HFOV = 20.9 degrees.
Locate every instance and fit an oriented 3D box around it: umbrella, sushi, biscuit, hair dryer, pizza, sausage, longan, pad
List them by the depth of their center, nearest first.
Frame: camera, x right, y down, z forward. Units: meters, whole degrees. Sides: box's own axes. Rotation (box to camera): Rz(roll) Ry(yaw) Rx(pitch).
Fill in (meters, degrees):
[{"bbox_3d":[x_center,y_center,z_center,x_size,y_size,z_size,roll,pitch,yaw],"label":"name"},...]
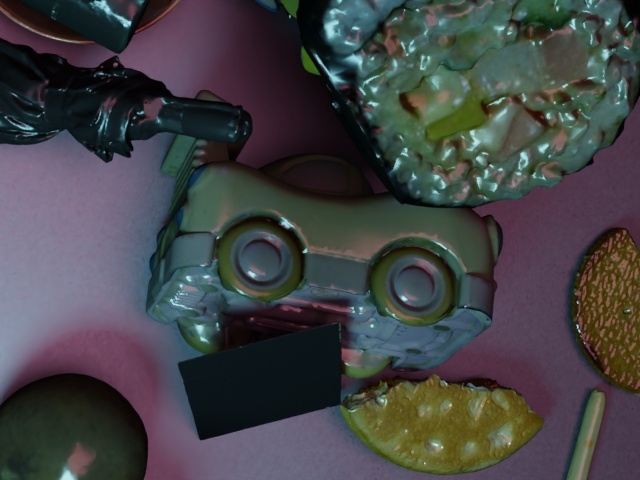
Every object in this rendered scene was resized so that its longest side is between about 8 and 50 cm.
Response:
[{"bbox_3d":[-0.270,-0.272,1.592,0.244,0.302,0.116,26,96,-8],"label":"hair dryer"},{"bbox_3d":[0.131,-0.228,1.674,0.328,0.285,0.328,-30,122,7],"label":"sushi"},{"bbox_3d":[-0.222,-0.136,1.715,0.340,0.118,0.118,9,89,24],"label":"umbrella"},{"bbox_3d":[-0.265,0.222,1.764,0.187,0.167,0.167,-19,96,5],"label":"longan"},{"bbox_3d":[-0.057,0.148,1.776,0.163,0.243,0.004,-14,66,-5],"label":"pad"},{"bbox_3d":[0.133,0.199,1.909,0.246,0.058,0.127,-5,107,-23],"label":"pizza"},{"bbox_3d":[0.303,0.235,1.977,0.024,0.024,0.132,16,87,-14],"label":"sausage"},{"bbox_3d":[0.350,0.096,1.985,0.126,0.025,0.206,-32,98,-12],"label":"biscuit"}]

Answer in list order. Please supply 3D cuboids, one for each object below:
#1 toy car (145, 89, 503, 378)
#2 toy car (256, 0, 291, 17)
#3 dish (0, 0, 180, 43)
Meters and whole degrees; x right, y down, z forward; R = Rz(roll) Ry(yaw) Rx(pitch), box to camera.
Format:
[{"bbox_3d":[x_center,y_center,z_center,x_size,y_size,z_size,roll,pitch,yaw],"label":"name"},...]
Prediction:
[{"bbox_3d":[0.000,0.000,1.791,0.336,0.242,0.226,9,69,-13],"label":"toy car"},{"bbox_3d":[0.031,-0.367,1.816,0.314,0.166,0.198,-21,132,3],"label":"toy car"},{"bbox_3d":[-0.243,-0.330,1.789,0.260,0.085,0.260,0,92,-8],"label":"dish"}]
